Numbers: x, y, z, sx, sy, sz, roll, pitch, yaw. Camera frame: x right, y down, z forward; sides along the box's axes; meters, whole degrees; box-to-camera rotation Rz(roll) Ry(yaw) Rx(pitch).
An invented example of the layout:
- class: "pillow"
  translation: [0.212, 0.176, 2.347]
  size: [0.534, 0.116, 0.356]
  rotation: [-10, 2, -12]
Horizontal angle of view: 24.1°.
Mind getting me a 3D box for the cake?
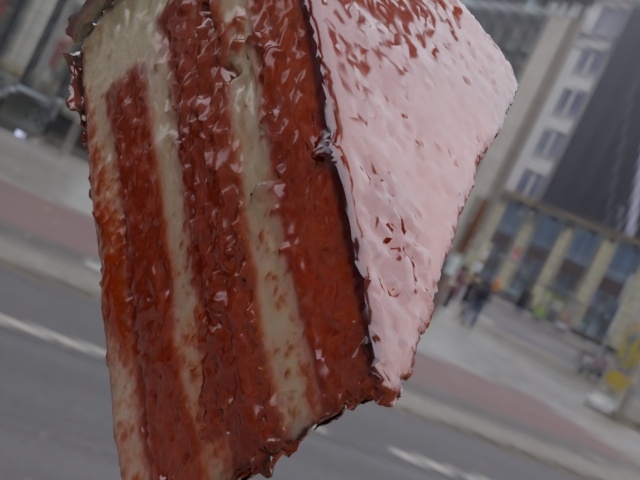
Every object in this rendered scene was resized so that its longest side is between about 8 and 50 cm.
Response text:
- class: "cake"
  translation: [0.000, 0.000, 0.620]
  size: [0.160, 0.158, 0.262]
  rotation: [23, 44, -40]
